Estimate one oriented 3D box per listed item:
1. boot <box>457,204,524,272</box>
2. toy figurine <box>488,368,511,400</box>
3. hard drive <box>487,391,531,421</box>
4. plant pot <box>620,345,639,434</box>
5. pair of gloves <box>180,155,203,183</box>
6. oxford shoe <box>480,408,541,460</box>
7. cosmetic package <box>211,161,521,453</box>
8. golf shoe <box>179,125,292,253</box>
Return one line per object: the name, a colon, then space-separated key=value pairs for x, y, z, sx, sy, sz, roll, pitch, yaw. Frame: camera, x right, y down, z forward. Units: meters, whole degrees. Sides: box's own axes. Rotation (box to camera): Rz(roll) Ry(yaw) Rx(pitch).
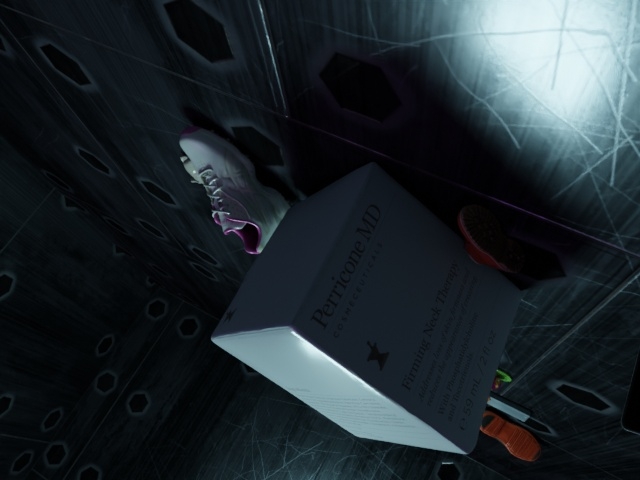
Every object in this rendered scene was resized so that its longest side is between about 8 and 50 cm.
boot: x=0.253 y=-0.002 z=0.872 sx=0.158 sy=0.059 sz=0.084 roll=42 pitch=163 yaw=-31
toy figurine: x=0.413 y=0.409 z=1.476 sx=0.173 sy=0.159 sz=0.130 roll=27 pitch=160 yaw=11
hard drive: x=0.588 y=0.524 z=1.702 sx=0.135 sy=0.022 sz=0.094 roll=23 pitch=159 yaw=20
plant pot: x=0.580 y=0.228 z=0.785 sx=0.188 sy=0.187 sz=0.167 roll=9 pitch=162 yaw=47
pair of gloves: x=-0.231 y=-0.118 z=1.319 sx=0.204 sy=0.042 sz=0.240 roll=17 pitch=156 yaw=35
oxford shoe: x=0.655 y=0.671 z=1.896 sx=0.271 sy=0.097 sz=0.098 roll=38 pitch=180 yaw=-6
cosmetic package: x=0.084 y=0.139 z=0.998 sx=0.393 sy=0.329 sz=0.327 roll=38 pitch=152 yaw=-19
golf shoe: x=-0.187 y=-0.100 z=1.124 sx=0.306 sy=0.140 sz=0.115 roll=45 pitch=148 yaw=-19
